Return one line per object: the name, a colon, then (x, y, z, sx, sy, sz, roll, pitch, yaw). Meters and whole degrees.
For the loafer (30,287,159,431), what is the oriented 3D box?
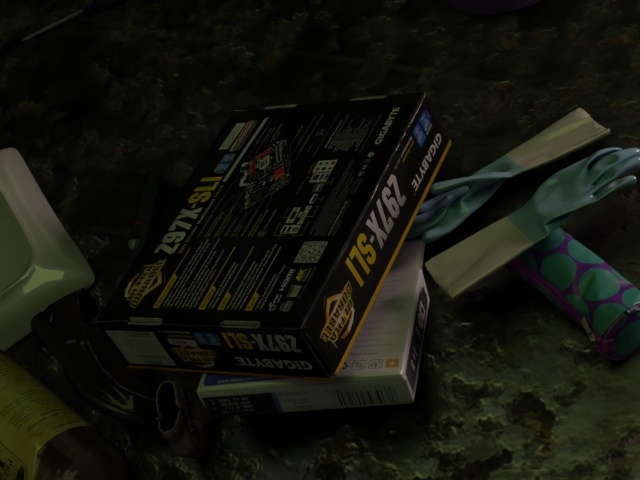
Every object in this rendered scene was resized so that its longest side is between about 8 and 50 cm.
loafer: (-0.226, 0.117, 1.259, 0.220, 0.080, 0.078, 38, 91, 36)

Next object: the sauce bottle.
sauce bottle: (-0.263, 0.223, 1.195, 0.344, 0.111, 0.111, 29, 73, 36)

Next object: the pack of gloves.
pack of gloves: (0.187, -0.056, 1.179, 0.232, 0.046, 0.195, -32, 23, 1)

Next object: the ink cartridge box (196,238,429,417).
ink cartridge box: (0.001, 0.085, 1.199, 0.206, 0.045, 0.208, -7, 36, 18)

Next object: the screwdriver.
screwdriver: (-0.330, -0.302, 1.625, 0.170, 0.024, 0.025, -28, 81, 11)

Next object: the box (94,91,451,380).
box: (-0.042, -0.012, 1.209, 0.257, 0.079, 0.322, -3, 44, 36)

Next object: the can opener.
can opener: (-0.194, -0.004, 1.346, 0.073, 0.059, 0.186, -6, 57, 20)

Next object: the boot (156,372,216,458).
boot: (-0.135, 0.161, 1.197, 0.042, 0.087, 0.118, -20, 53, 12)

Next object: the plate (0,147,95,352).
plate: (-0.437, 0.036, 1.431, 0.278, 0.045, 0.277, -37, 53, -3)

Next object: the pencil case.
pencil case: (0.240, 0.043, 1.132, 0.070, 0.064, 0.152, -23, 47, -26)

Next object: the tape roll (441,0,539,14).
tape roll: (0.204, -0.359, 1.398, 0.189, 0.080, 0.189, -10, 56, 16)
